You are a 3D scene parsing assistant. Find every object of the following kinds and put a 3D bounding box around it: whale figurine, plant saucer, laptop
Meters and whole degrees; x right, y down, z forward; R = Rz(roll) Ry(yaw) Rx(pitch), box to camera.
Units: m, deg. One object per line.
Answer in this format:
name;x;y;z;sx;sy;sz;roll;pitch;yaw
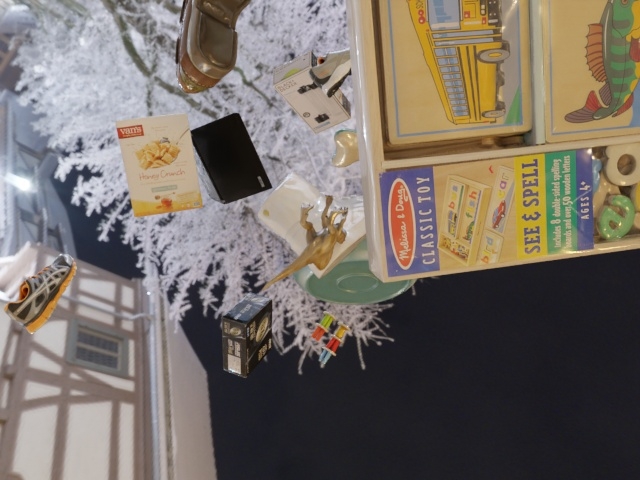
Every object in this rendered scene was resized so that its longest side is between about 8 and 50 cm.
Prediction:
whale figurine;0.148;-0.239;1.079;0.272;0.216;0.141;-13;-120;-9
plant saucer;0.089;0.088;1.193;0.318;0.318;0.043;-24;-126;32
laptop;-0.288;-0.240;1.466;0.137;0.234;0.264;-29;-159;-18

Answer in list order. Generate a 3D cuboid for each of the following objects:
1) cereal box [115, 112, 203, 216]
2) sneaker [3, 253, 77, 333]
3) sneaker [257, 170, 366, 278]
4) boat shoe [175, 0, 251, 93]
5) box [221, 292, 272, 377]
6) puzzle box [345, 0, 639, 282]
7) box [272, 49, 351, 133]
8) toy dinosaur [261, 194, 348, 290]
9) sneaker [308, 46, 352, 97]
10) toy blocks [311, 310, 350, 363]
cereal box;-0.401;-0.189;1.246;0.047;0.173;0.240;-138;-141;-73
sneaker;-0.621;0.102;1.111;0.084;0.083;0.215;-35;-148;26
sneaker;0.013;-0.060;0.835;0.169;0.292;0.108;42;-61;8
boat shoe;-0.199;-0.396;0.868;0.104;0.111;0.307;-22;-130;44
box;-0.203;0.263;1.391;0.078;0.147;0.180;14;-64;20
puzzle box;0.156;-0.183;0.397;0.052;0.272;0.408;-128;-148;-79
box;-0.028;-0.535;1.823;0.169;0.290;0.087;-17;-125;25
toy dinosaur;0.000;0.000;0.627;0.053;0.183;0.092;17;-61;26
sneaker;0.063;-0.561;1.550;0.271;0.108;0.100;-52;-178;-35
toy blocks;0.020;0.335;1.693;0.148;0.123;0.054;-56;-159;-16
